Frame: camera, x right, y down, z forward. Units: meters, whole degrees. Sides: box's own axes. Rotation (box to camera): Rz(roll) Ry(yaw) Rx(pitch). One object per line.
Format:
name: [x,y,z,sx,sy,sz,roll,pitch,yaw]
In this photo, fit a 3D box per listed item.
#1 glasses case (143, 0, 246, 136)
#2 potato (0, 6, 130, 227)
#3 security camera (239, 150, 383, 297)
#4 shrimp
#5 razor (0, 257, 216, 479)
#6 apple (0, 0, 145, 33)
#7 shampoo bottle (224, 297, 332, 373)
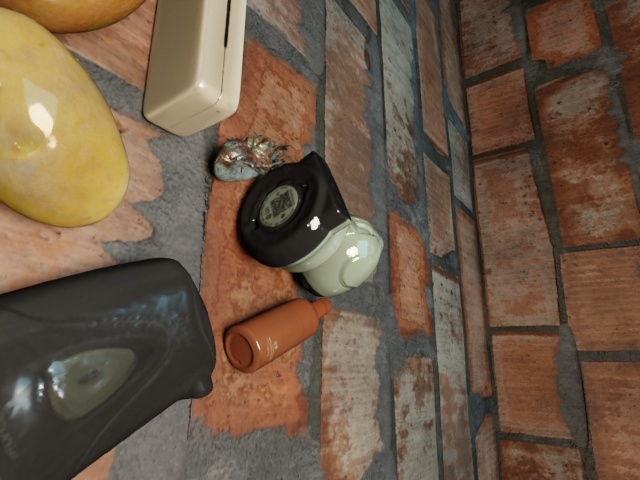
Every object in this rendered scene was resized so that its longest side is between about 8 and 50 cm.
glasses case: [-0.190,-0.338,0.652,0.076,0.144,0.336,20,66,-50]
potato: [-0.302,-0.122,0.449,0.150,0.146,0.234,-32,111,-20]
security camera: [0.000,0.000,0.793,0.277,0.191,0.197,39,23,-46]
shrimp: [-0.117,-0.160,0.771,0.090,0.079,0.233,39,33,9]
razor: [-0.267,0.144,0.432,0.349,0.113,0.204,-23,101,-57]
apple: [-0.298,-0.360,0.450,0.253,0.253,0.253,20,65,-51]
shampoo bottle: [-0.060,0.153,0.753,0.244,0.085,0.085,-17,95,-56]
